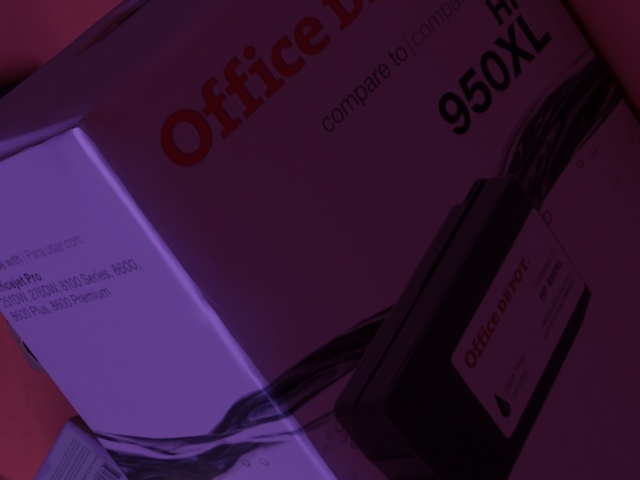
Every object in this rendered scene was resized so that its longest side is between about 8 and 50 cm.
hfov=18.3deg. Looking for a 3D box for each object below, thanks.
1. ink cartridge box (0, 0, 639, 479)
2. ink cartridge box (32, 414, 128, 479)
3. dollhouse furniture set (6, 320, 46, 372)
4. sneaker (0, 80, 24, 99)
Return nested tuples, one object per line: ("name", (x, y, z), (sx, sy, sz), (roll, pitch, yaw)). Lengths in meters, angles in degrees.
("ink cartridge box", (0.039, 0.034, 0.995), (0.166, 0.285, 0.395), (-15, 115, 52))
("ink cartridge box", (-0.147, 0.236, 1.563), (0.175, 0.072, 0.127), (35, 104, 16))
("dollhouse furniture set", (-0.248, 0.070, 1.501), (0.144, 0.123, 0.151), (9, 133, 42))
("sneaker", (-0.273, -0.071, 1.411), (0.234, 0.078, 0.106), (-33, 60, 38))
